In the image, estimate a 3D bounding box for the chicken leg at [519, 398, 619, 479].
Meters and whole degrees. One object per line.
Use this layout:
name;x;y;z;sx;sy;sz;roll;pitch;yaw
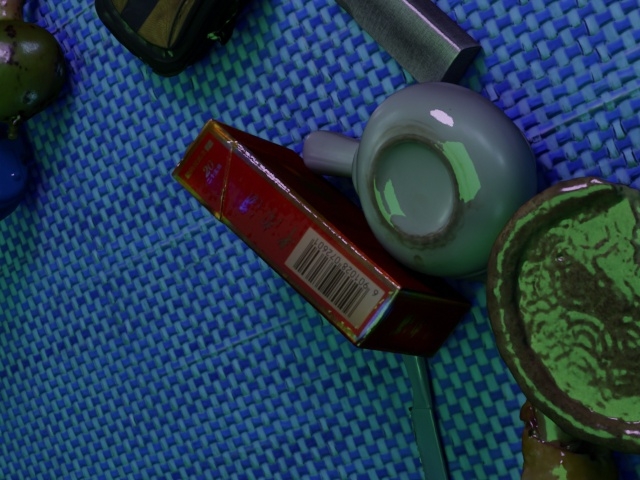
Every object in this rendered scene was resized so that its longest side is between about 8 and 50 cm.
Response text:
chicken leg;0.255;0.317;1.423;0.182;0.295;0.409;-2;87;21

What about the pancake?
pancake;0.299;0.072;1.350;0.286;0.033;0.288;-19;91;29

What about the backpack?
backpack;-0.183;-0.312;1.720;0.206;0.133;0.258;49;133;10

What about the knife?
knife;0.120;0.206;1.651;0.044;0.019;0.313;-9;95;48

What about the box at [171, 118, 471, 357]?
box;0.001;0.001;1.573;0.313;0.197;0.089;42;104;26

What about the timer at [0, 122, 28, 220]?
timer;-0.563;-0.153;1.920;0.115;0.340;0.309;-27;82;36

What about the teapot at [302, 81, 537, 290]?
teapot;0.100;-0.090;1.514;0.318;0.149;0.220;38;124;28

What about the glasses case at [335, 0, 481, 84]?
glasses case;0.083;-0.251;1.558;0.205;0.047;0.071;46;126;22

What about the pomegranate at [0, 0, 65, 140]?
pomegranate;-0.430;-0.259;1.928;0.156;0.156;0.220;-38;46;38
